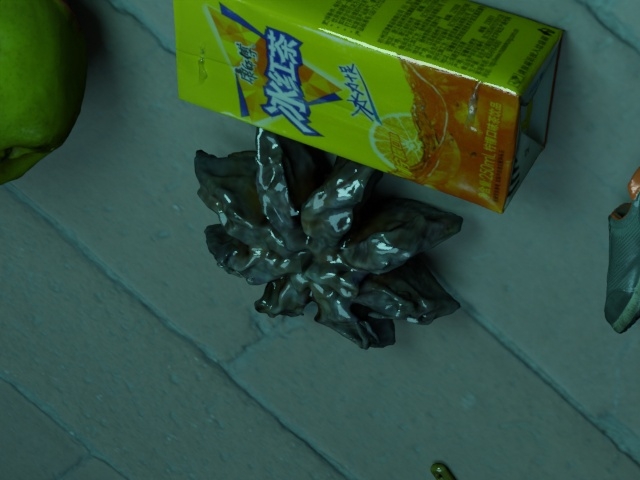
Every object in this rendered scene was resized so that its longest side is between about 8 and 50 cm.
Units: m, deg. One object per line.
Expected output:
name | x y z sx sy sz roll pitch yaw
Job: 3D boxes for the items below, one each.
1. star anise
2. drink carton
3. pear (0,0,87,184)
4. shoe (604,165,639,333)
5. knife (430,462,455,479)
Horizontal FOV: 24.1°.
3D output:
star anise | 0.000 -0.002 1.582 0.332 0.117 0.331 16 138 15
drink carton | 0.037 -0.165 1.401 0.351 0.111 0.154 21 138 19
pear | -0.412 -0.210 1.562 0.375 0.287 0.287 48 142 12
shoe | 0.302 0.005 1.416 0.077 0.074 0.194 37 140 17
knife | 0.212 0.372 1.876 0.046 0.022 0.256 -15 119 39
